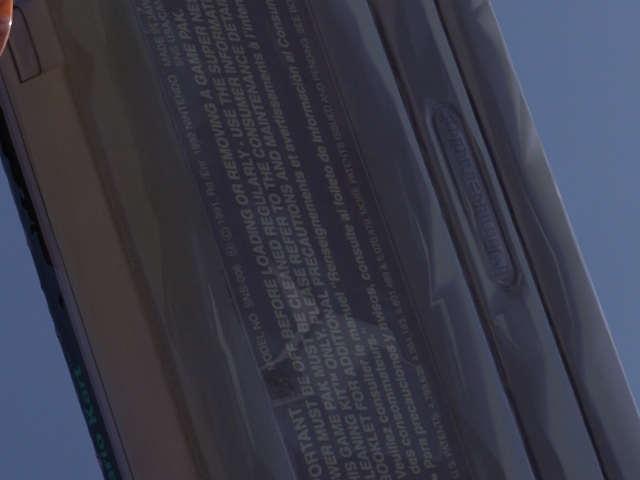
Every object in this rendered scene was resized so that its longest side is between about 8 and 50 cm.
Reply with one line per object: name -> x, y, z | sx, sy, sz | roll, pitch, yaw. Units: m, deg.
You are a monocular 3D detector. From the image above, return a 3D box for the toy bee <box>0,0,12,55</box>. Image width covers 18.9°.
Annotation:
toy bee -> -0.138, -0.155, 0.528 | 0.162, 0.195, 0.298 | -31, -141, 51

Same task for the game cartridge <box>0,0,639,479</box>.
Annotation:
game cartridge -> 0.000, 0.000, 0.709 | 0.230, 0.068, 0.355 | -13, -99, -40
